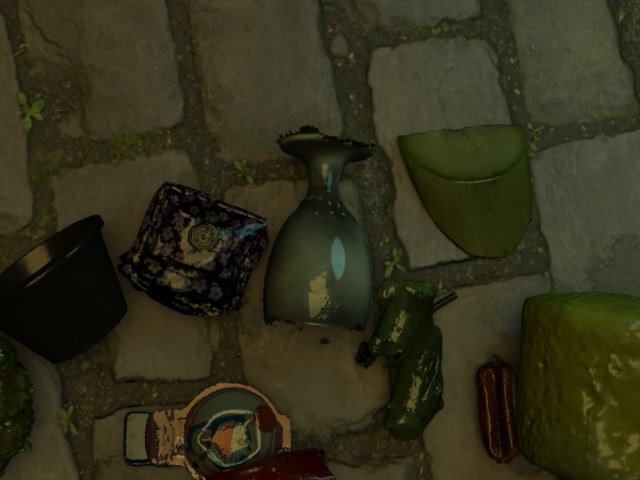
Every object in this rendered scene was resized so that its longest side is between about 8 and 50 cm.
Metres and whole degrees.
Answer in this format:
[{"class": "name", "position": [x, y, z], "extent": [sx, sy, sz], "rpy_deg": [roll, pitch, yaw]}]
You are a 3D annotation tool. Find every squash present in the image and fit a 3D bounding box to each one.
[{"class": "squash", "position": [0.272, -0.089, 1.785], "extent": [0.236, 0.155, 0.204], "rpy_deg": [-7, 46, -3]}]

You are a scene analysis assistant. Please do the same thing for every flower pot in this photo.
[{"class": "flower pot", "position": [-0.429, 0.096, 1.624], "extent": [0.269, 0.269, 0.166], "rpy_deg": [-36, 109, -7]}]

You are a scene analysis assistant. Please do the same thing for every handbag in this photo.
[{"class": "handbag", "position": [-0.219, 0.022, 1.686], "extent": [0.228, 0.127, 0.208], "rpy_deg": [23, 81, -9]}]

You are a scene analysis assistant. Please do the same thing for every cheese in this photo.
[{"class": "cheese", "position": [-0.192, 0.336, 1.670], "extent": [0.285, 0.074, 0.189], "rpy_deg": [1, 81, -3]}]

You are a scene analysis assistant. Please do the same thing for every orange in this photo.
[{"class": "orange", "position": [-0.598, 0.255, 1.571], "extent": [0.301, 0.223, 0.300], "rpy_deg": [-10, 98, 14]}]

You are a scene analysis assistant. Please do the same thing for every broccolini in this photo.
[{"class": "broccolini", "position": [0.155, 0.158, 1.739], "extent": [0.218, 0.044, 0.042], "rpy_deg": [-29, 70, -12]}]

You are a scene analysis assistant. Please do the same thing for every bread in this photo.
[{"class": "bread", "position": [0.488, 0.243, 1.595], "extent": [0.348, 0.348, 0.308], "rpy_deg": [7, 87, -2]}]

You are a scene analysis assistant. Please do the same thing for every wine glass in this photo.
[{"class": "wine glass", "position": [-0.001, -0.003, 1.672], "extent": [0.190, 0.190, 0.357], "rpy_deg": [3, 83, -3]}]

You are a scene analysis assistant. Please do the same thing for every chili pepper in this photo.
[{"class": "chili pepper", "position": [-0.099, 0.415, 1.597], "extent": [0.252, 0.144, 0.136], "rpy_deg": [0, 82, -22]}]

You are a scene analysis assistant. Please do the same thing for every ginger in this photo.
[{"class": "ginger", "position": [0.147, 0.199, 1.680], "extent": [0.137, 0.089, 0.290], "rpy_deg": [-24, 111, -38]}]

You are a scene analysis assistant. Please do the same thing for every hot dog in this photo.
[{"class": "hot dog", "position": [0.313, 0.294, 1.714], "extent": [0.072, 0.055, 0.188], "rpy_deg": [-8, 76, 25]}]
